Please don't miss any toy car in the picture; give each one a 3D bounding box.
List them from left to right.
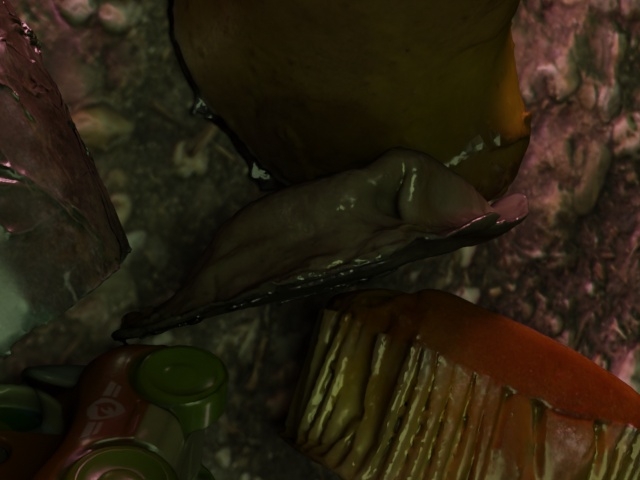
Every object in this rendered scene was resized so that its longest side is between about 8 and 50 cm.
[{"bbox_3d":[-0.185,0.158,0.824,0.235,0.235,0.145,-10,128,-26],"label":"toy car"}]

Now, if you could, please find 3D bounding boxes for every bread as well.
[{"bbox_3d":[0.119,0.136,0.950,0.288,0.204,0.156,23,84,-18],"label":"bread"}]

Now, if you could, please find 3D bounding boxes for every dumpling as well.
[{"bbox_3d":[-0.001,-0.003,0.880,0.332,0.166,0.086,-20,82,-7],"label":"dumpling"}]

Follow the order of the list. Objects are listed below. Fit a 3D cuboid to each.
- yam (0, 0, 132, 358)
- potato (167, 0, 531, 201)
[{"bbox_3d":[-0.254,-0.054,0.796,0.201,0.202,0.271,-41,104,-44],"label":"yam"},{"bbox_3d":[0.062,-0.197,0.895,0.290,0.296,0.397,-20,95,-23],"label":"potato"}]
